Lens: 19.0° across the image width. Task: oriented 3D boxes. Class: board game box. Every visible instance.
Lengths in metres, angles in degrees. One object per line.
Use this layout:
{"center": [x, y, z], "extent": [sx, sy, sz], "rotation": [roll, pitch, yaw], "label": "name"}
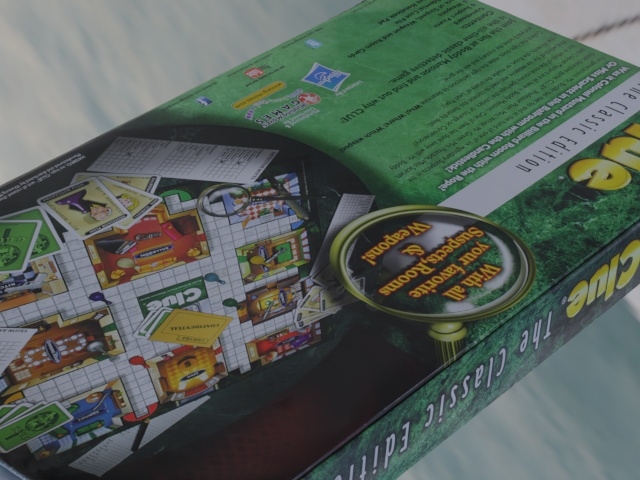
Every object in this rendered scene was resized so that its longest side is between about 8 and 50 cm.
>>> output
{"center": [0.000, 0.000, 0.511], "extent": [0.136, 0.259, 0.030], "rotation": [26, 129, 32], "label": "board game box"}
